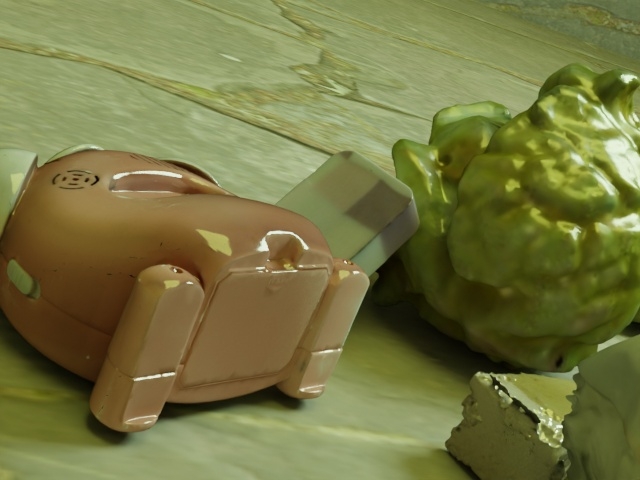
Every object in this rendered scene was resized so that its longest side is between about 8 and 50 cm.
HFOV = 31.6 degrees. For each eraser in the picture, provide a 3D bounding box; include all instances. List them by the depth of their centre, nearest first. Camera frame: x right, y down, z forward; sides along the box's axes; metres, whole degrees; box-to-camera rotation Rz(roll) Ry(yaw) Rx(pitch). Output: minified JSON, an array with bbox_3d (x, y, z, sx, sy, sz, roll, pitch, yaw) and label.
[{"bbox_3d":[0.000,0.000,0.624,0.065,0.105,0.026,36,-22,37],"label":"eraser"}]

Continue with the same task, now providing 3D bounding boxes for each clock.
[{"bbox_3d":[-0.079,0.004,0.530,0.162,0.093,0.166,33,22,34],"label":"clock"}]

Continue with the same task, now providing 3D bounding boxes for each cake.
[{"bbox_3d":[0.121,0.094,0.574,0.065,0.052,0.121,33,22,33],"label":"cake"}]

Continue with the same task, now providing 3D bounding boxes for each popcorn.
[{"bbox_3d":[0.121,-0.008,0.696,0.185,0.167,0.187,-31,17,-39],"label":"popcorn"}]

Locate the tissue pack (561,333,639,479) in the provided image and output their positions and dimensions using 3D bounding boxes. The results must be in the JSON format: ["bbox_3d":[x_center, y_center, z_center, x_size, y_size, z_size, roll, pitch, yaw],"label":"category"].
[{"bbox_3d":[0.295,0.098,0.349,0.375,0.195,0.390,-23,30,3],"label":"tissue pack"}]
